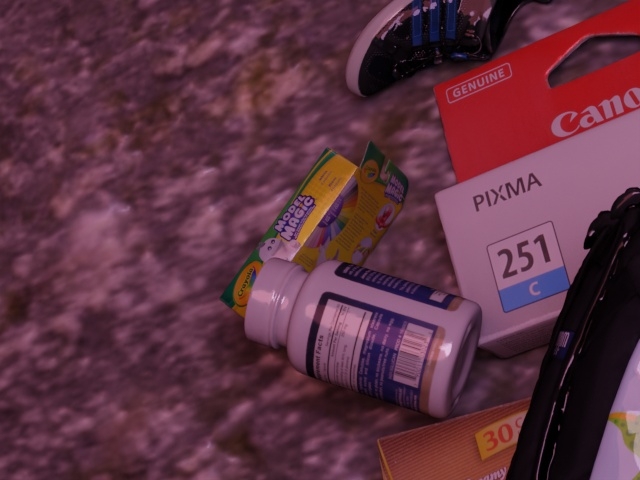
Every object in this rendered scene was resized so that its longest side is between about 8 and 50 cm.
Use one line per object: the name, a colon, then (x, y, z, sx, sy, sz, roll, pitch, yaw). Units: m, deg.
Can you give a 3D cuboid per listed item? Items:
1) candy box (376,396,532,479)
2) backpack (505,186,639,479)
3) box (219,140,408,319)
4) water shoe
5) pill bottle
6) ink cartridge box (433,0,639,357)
candy box: (0.164, 0.281, 1.191, 0.183, 0.087, 0.316, -17, 66, 16)
backpack: (0.219, 0.177, 1.017, 0.273, 0.290, 0.355, 31, 79, 3)
box: (0.000, 0.000, 1.349, 0.043, 0.105, 0.179, 36, 88, 30)
water shoe: (0.111, -0.184, 1.384, 0.203, 0.073, 0.080, -41, 64, 6)
pill bottle: (0.031, 0.069, 1.242, 0.169, 0.094, 0.094, 17, 79, 16)
ink cartridge box: (0.232, -0.076, 1.281, 0.296, 0.066, 0.261, -23, 65, 22)
